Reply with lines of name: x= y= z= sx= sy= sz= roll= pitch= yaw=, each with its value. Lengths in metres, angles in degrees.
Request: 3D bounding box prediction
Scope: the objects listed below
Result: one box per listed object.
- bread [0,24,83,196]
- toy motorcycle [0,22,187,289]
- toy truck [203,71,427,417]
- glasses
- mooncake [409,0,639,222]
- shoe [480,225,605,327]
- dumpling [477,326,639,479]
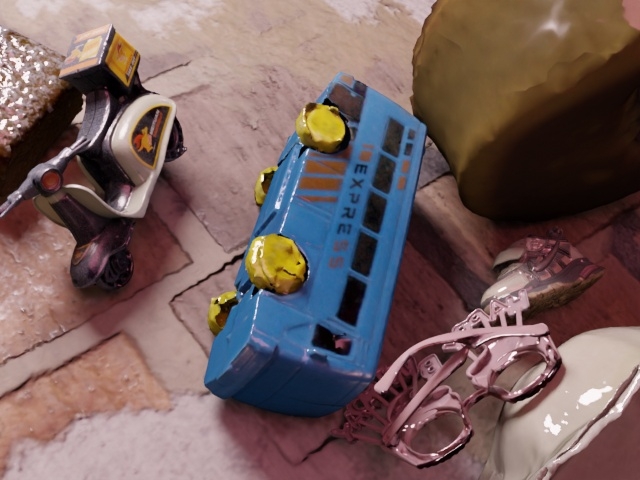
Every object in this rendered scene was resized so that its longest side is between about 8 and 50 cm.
bread: x=-0.475 y=-0.202 z=0.872 sx=0.417 sy=0.113 sz=0.165 roll=25 pitch=55 yaw=-4
toy motorcycle: x=-0.228 y=-0.077 z=0.858 sx=0.157 sy=0.091 sz=0.263 roll=44 pitch=46 yaw=-45
toy truck: x=0.000 y=0.000 z=0.883 sx=0.162 sy=0.161 sz=0.385 roll=27 pitch=52 yaw=-13
glasses: x=0.117 y=0.122 z=0.822 sx=0.255 sy=0.162 sz=0.095 roll=-31 pitch=108 yaw=-6
mooncake: x=0.304 y=-0.207 z=0.977 sx=0.393 sy=0.394 sz=0.246 roll=-14 pitch=63 yaw=-25
shoe: x=0.257 y=0.036 z=0.991 sx=0.180 sy=0.089 sz=0.092 roll=-16 pitch=66 yaw=-30
dumpling: x=0.297 y=0.164 z=0.815 sx=0.341 sy=0.260 sz=0.181 roll=-6 pitch=54 yaw=-17
